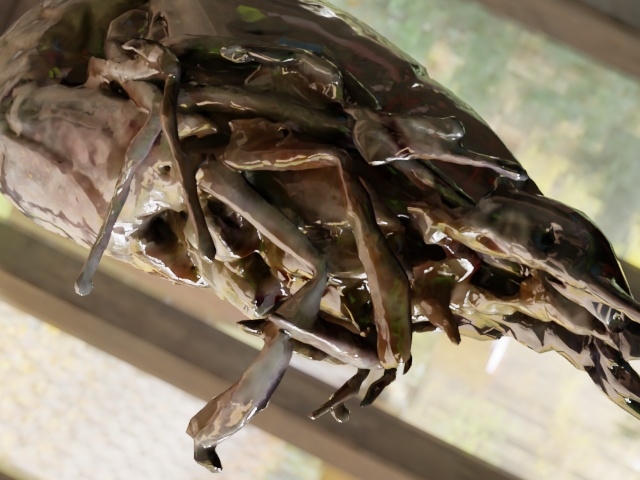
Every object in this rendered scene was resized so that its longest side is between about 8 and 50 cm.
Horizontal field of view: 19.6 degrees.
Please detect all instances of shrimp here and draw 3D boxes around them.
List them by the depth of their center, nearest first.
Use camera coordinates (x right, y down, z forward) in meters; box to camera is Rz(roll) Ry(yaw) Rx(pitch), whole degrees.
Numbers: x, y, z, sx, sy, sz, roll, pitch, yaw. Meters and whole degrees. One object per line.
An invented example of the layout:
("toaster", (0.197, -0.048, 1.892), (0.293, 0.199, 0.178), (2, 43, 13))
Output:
("shrimp", (0.004, -0.007, 0.606), (0.145, 0.343, 0.116), (-25, 131, -36))
